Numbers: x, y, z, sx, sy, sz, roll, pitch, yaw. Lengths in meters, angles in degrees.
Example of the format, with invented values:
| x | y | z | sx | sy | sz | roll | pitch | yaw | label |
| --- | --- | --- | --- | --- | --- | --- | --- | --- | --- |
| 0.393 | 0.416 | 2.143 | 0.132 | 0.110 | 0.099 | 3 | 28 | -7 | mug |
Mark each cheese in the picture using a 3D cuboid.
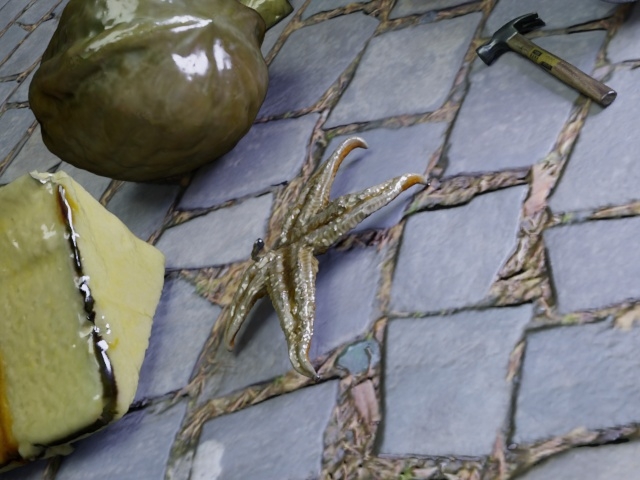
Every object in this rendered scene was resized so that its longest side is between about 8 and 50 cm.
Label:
| x | y | z | sx | sy | sz | roll | pitch | yaw | label |
| --- | --- | --- | --- | --- | --- | --- | --- | --- | --- |
| -0.074 | -0.302 | 1.380 | 0.060 | 0.041 | 0.084 | -37 | 34 | 14 | cheese |

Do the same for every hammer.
| x | y | z | sx | sy | sz | roll | pitch | yaw | label |
| --- | --- | --- | --- | --- | --- | --- | --- | --- | --- |
| 0.198 | -0.153 | 0.936 | 0.062 | 0.017 | 0.182 | -42 | 34 | 2 | hammer |

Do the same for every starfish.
| x | y | z | sx | sy | sz | roll | pitch | yaw | label |
| --- | --- | --- | --- | --- | --- | --- | --- | --- | --- |
| 0.000 | -0.001 | 0.948 | 0.138 | 0.050 | 0.247 | 5 | 59 | 48 | starfish |

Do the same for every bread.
| x | y | z | sx | sy | sz | roll | pitch | yaw | label |
| --- | --- | --- | --- | --- | --- | --- | --- | --- | --- |
| -0.302 | 0.094 | 1.048 | 0.263 | 0.198 | 0.236 | -26 | 43 | 28 | bread |

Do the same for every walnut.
| x | y | z | sx | sy | sz | roll | pitch | yaw | label |
| --- | --- | --- | --- | --- | --- | --- | --- | --- | --- |
| -0.184 | -0.179 | 1.191 | 0.283 | 0.227 | 0.283 | -20 | -4 | -1 | walnut |

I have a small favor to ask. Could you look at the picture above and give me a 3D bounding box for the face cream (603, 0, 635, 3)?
| x | y | z | sx | sy | sz | roll | pitch | yaw | label |
| --- | --- | --- | --- | --- | --- | --- | --- | --- | --- |
| 0.250 | -0.367 | 0.938 | 0.163 | 0.080 | 0.336 | -22 | 65 | 16 | face cream |
